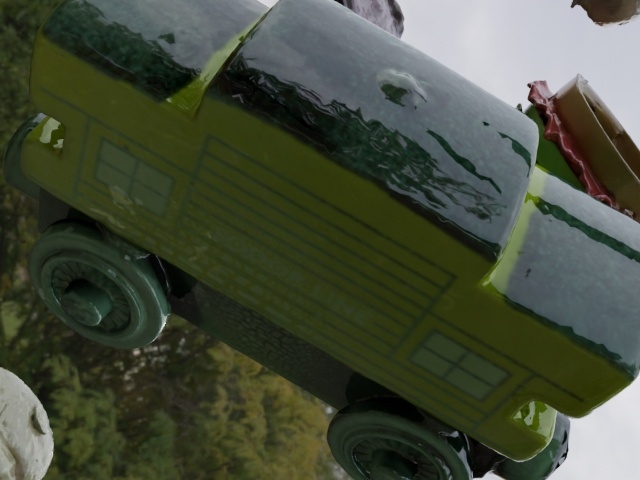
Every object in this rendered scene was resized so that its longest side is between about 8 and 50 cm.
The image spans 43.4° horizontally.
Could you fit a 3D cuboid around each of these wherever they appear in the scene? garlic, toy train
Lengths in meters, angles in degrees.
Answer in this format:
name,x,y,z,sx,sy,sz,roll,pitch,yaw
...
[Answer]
name,x,y,z,sx,sy,sz,roll,pitch,yaw
garlic,0.468,-0.407,1.258,0.124,0.099,0.175,147,-47,-72
toy train,0.000,0.000,0.524,0.179,0.442,0.272,-60,-179,-44

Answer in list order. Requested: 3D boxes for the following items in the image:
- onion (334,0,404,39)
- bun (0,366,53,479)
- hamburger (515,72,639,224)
name,x,y,z,sx,sy,sz,roll,pitch,yaw
onion,0.000,-0.365,1.002,0.280,0.146,0.315,-50,130,-66
bun,-0.492,0.282,1.097,0.153,0.243,0.244,-75,171,-53
hamburger,0.188,-0.039,0.643,0.137,0.175,0.175,-35,-121,28
